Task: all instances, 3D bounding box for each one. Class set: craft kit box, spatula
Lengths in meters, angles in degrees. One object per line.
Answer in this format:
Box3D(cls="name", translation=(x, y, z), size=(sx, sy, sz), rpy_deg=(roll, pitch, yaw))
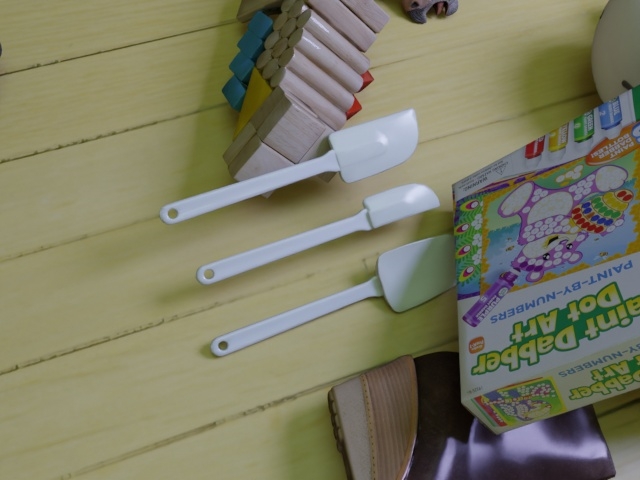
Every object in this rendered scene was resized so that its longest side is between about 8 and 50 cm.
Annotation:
Box3D(cls="craft kit box", translation=(0.217, -0.006, 0.557), size=(0.061, 0.250, 0.246), rpy_deg=(42, 34, -30))
Box3D(cls="spatula", translation=(0.000, 0.000, 0.647), size=(0.242, 0.019, 0.168), rpy_deg=(-20, 100, -14))

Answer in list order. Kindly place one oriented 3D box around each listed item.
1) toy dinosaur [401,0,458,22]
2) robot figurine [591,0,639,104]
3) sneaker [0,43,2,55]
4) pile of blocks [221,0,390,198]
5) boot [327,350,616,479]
Box3D(cls="toy dinosaur", translation=(0.147, -0.399, 0.832), size=(0.201, 0.127, 0.295), rpy_deg=(-8, 60, -2))
Box3D(cls="robot figurine", translation=(0.406, -0.182, 0.725), size=(0.278, 0.209, 0.173), rpy_deg=(-2, 107, -7))
Box3D(cls="sneaker", translation=(-0.420, -0.151, 0.674), size=(0.228, 0.087, 0.130), rpy_deg=(8, 58, -8))
Box3D(cls="pile of blocks", translation=(-0.003, -0.196, 0.742), size=(0.113, 0.149, 0.362), rpy_deg=(31, 68, -38))
Box3D(cls="boot", translation=(0.127, 0.195, 0.559), size=(0.207, 0.090, 0.248), rpy_deg=(-9, 62, -7))
